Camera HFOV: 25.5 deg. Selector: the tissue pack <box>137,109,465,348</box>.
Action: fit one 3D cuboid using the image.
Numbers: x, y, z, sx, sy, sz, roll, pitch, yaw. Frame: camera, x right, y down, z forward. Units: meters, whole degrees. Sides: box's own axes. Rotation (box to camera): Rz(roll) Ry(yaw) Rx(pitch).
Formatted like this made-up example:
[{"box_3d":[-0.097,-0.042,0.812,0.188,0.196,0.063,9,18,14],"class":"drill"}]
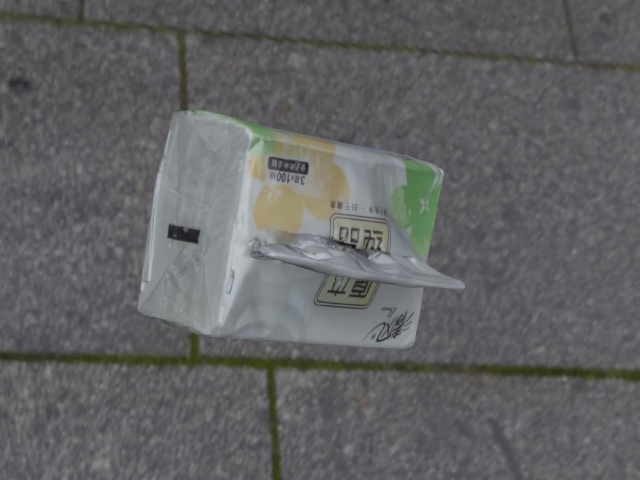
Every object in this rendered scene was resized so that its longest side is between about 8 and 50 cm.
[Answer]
[{"box_3d":[0.000,0.000,1.074,0.229,0.145,0.159,8,94,-48],"class":"tissue pack"}]
